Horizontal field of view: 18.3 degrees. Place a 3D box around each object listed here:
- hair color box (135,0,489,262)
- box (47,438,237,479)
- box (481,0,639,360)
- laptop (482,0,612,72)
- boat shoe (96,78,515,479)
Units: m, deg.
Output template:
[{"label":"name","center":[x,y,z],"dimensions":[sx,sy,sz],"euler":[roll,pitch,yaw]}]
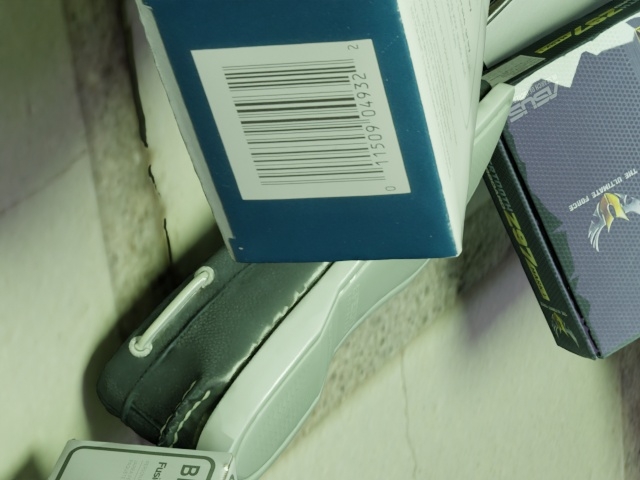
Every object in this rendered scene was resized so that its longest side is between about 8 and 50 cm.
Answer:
[{"label":"hair color box","center":[0.016,-0.174,0.877],"dimensions":[0.174,0.105,0.347],"euler":[73,21,-46]},{"label":"box","center":[-0.090,0.260,0.973],"dimensions":[0.169,0.087,0.290],"euler":[-68,158,-52]},{"label":"box","center":[0.216,-0.062,1.224],"dimensions":[0.232,0.059,0.183],"euler":[-29,107,-14]},{"label":"laptop","center":[0.361,-0.098,1.315],"dimensions":[0.382,0.236,0.408],"euler":[-45,138,-10]},{"label":"boat shoe","center":[0.000,0.000,1.059],"dimensions":[0.302,0.091,0.114],"euler":[-47,160,-37]}]
